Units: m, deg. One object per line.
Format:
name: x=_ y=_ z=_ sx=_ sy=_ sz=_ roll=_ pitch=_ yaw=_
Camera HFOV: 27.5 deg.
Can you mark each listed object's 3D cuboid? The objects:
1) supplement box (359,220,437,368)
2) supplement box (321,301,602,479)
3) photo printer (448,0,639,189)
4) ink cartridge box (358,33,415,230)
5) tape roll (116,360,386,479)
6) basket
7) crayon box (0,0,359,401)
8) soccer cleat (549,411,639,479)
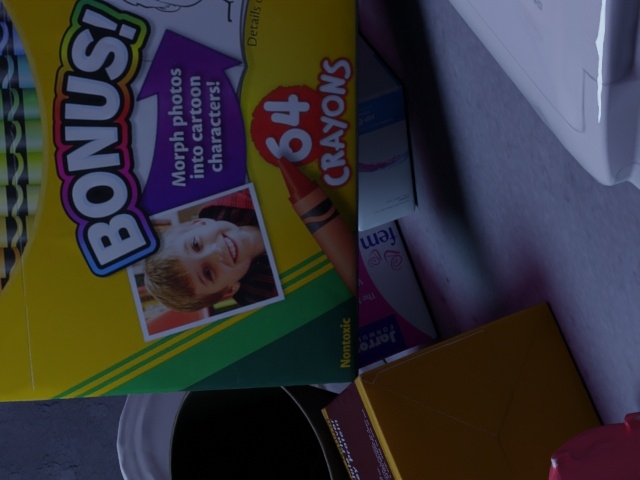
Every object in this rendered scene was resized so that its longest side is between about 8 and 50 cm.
supplement box: x=0.000 y=0.000 z=1.113 sx=0.114 sy=0.111 sz=0.220 roll=168 pitch=80 yaw=-78
supplement box: x=0.104 y=0.165 z=0.866 sx=0.194 sy=0.129 sz=0.191 roll=116 pitch=133 yaw=-75
photo printer: x=0.066 y=-0.201 z=0.439 sx=0.256 sy=0.107 sz=0.307 roll=82 pitch=164 yaw=-47
ink cartridge box: x=0.027 y=-0.082 z=0.987 sx=0.088 sy=0.052 sz=0.122 roll=-123 pitch=16 yaw=-45
tape roll: x=-0.057 y=0.206 z=1.313 sx=0.100 sy=0.286 sz=0.286 roll=80 pitch=165 yaw=-46
basket: x=0.014 y=0.203 z=1.075 sx=0.227 sy=0.154 sz=0.204 roll=13 pitch=-138 yaw=-52
crayon box: x=-0.137 y=-0.083 z=0.847 sx=0.106 sy=0.313 sz=0.363 roll=-120 pitch=28 yaw=-73
soccer cleat: x=0.185 y=0.160 z=0.617 sx=0.095 sy=0.083 sz=0.248 roll=68 pitch=167 yaw=-19
